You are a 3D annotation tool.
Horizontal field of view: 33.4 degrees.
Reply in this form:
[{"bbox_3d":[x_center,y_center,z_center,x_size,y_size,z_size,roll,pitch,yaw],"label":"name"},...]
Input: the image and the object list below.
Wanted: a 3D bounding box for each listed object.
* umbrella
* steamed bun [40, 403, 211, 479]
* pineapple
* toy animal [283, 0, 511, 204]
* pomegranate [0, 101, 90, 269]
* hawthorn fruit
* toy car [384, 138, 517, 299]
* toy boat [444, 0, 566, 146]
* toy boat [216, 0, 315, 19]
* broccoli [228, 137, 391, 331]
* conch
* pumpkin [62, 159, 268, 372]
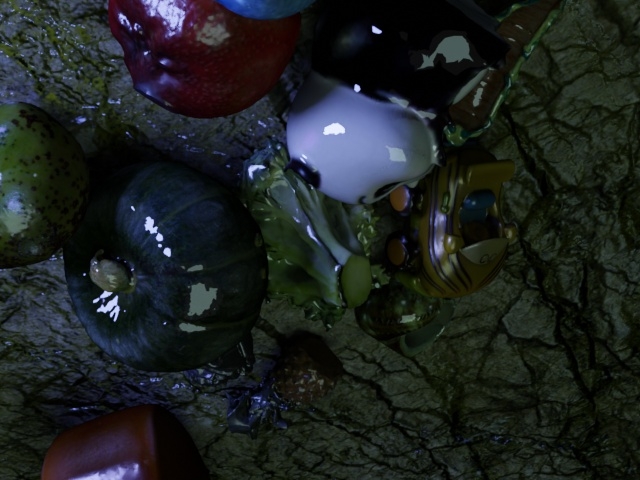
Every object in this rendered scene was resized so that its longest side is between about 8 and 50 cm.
[{"bbox_3d":[-0.180,0.074,1.624,0.154,0.128,0.337,-32,130,-24],"label":"umbrella"},{"bbox_3d":[-0.314,0.420,1.804,0.235,0.248,0.379,-19,146,3],"label":"steamed bun"},{"bbox_3d":[-0.073,0.262,1.848,0.119,0.111,0.237,43,117,-10],"label":"pineapple"},{"bbox_3d":[0.080,-0.194,1.383,0.251,0.251,0.310,22,114,-34],"label":"toy animal"},{"bbox_3d":[-0.394,-0.061,1.385,0.214,0.214,0.248,-21,169,0],"label":"pomegranate"},{"bbox_3d":[-0.109,-0.265,1.277,0.266,0.210,0.230,-18,132,-21],"label":"hawthorn fruit"},{"bbox_3d":[0.213,-0.024,1.599,0.200,0.142,0.248,-11,111,-35],"label":"toy car"},{"bbox_3d":[0.250,-0.261,1.478,0.108,0.099,0.293,9,135,-28],"label":"toy boat"},{"bbox_3d":[-0.022,-0.389,1.132,0.215,0.123,0.330,39,67,-41],"label":"toy boat"},{"bbox_3d":[0.000,0.000,1.529,0.288,0.245,0.248,21,96,-46],"label":"broccoli"},{"bbox_3d":[0.142,0.102,1.749,0.187,0.124,0.181,-14,153,-37],"label":"conch"},{"bbox_3d":[-0.215,0.037,1.444,0.207,0.300,0.300,-16,147,-55],"label":"pumpkin"}]
